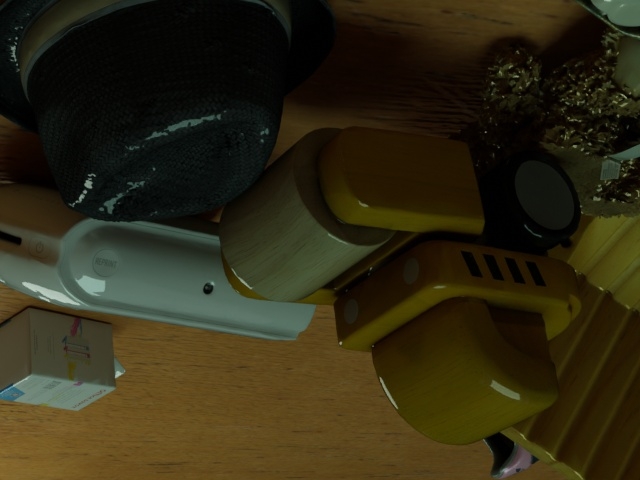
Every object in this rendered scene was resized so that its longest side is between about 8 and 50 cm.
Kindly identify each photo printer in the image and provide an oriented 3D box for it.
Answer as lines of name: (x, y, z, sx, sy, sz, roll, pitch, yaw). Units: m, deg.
photo printer: (-0.192, 0.017, 1.555, 0.307, 0.107, 0.256, 12, -178, -34)

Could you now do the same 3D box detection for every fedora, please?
fedora: (-0.141, -0.114, 1.344, 0.334, 0.152, 0.334, -5, 154, -3)

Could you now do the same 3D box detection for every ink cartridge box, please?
ink cartridge box: (-0.325, 0.151, 1.929, 0.143, 0.090, 0.092, 15, 147, -41)

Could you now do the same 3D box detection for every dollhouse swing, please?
dollhouse swing: (0.397, 0.092, 1.627, 0.347, 0.315, 0.305, 35, 150, -1)

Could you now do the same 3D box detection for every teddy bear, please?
teddy bear: (0.248, -0.108, 1.499, 0.245, 0.113, 0.338, 10, 149, -16)

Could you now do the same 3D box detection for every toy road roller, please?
toy road roller: (0.088, 0.050, 1.396, 0.329, 0.240, 0.202, 9, 151, -33)

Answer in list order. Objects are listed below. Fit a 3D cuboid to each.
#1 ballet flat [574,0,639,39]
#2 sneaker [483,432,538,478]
ballet flat: (0.194, -0.240, 1.209, 0.348, 0.123, 0.123, 17, 146, -40)
sneaker: (0.149, 0.132, 1.772, 0.131, 0.319, 0.112, -44, 176, -27)
